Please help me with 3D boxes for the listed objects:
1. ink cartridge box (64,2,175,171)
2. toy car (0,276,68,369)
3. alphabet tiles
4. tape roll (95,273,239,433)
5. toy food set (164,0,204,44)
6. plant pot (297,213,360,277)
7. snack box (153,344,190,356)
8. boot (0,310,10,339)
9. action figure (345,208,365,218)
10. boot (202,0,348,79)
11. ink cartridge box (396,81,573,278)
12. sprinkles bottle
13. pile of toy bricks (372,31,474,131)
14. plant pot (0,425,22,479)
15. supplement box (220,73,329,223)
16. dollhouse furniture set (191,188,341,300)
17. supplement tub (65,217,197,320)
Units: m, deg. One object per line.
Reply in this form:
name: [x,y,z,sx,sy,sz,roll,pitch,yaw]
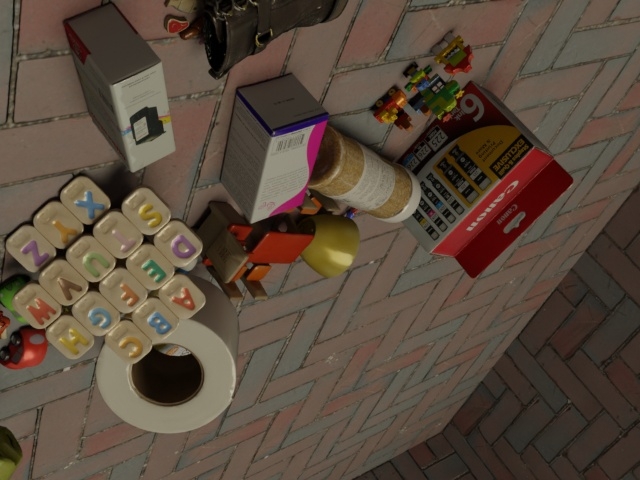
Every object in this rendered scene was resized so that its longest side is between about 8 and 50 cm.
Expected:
ink cartridge box: [-0.256,-0.195,1.121,0.072,0.127,0.175,-31,154,-20]
toy car: [-0.471,0.131,1.465,0.239,0.053,0.225,-35,154,-6]
alphabet tiles: [-0.327,0.051,1.328,0.284,0.278,0.021,-40,-164,5]
tape roll: [-0.270,0.201,1.569,0.246,0.169,0.246,-1,114,-3]
toy food set: [-0.163,-0.300,1.186,0.122,0.019,0.078,-14,145,-40]
plant pot: [0.000,0.000,1.780,0.095,0.134,0.134,23,118,-40]
snack box: [-0.308,0.197,1.761,0.174,0.070,0.207,-44,154,13]
boot: [-0.530,0.118,1.347,0.084,0.059,0.158,-7,152,-18]
action figure: [0.046,-0.034,1.865,0.115,0.038,0.030,-35,113,-3]
boot: [-0.054,-0.340,1.150,0.229,0.091,0.263,-32,156,-28]
ink cartridge box: [0.316,-0.118,1.799,0.309,0.272,0.130,-48,152,20]
sprinkles bottle: [0.073,-0.121,1.658,0.121,0.121,0.355,-45,153,15]
pile of toy bricks: [0.212,-0.269,1.611,0.212,0.105,0.118,-43,154,11]
plant pot: [-0.667,0.417,1.492,0.254,0.276,0.276,-48,154,-3]
supplement box: [-0.081,-0.149,1.433,0.111,0.114,0.220,-22,149,-31]
dollhouse furniture set: [-0.110,0.011,1.629,0.259,0.135,0.262,3,133,-54]
supplement tub: [-0.317,0.045,1.414,0.199,0.144,0.144,-40,154,5]
